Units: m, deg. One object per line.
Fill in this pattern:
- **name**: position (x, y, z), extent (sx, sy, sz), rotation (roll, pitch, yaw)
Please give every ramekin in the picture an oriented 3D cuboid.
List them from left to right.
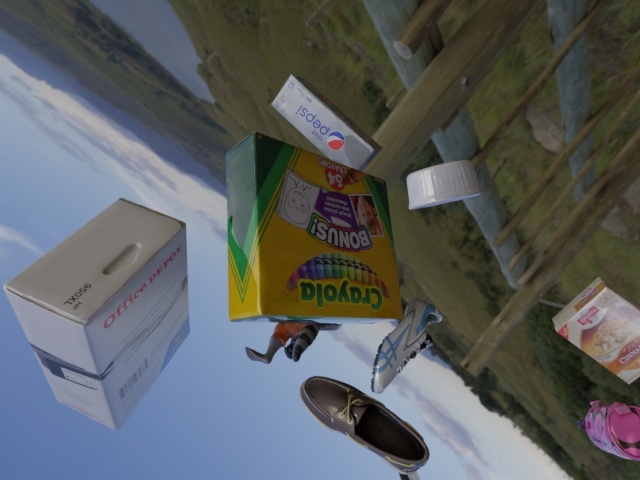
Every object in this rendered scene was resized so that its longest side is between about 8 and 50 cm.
- **ramekin**: position (0.463, -0.211, 1.604), extent (0.277, 0.277, 0.135), rotation (23, -125, -89)

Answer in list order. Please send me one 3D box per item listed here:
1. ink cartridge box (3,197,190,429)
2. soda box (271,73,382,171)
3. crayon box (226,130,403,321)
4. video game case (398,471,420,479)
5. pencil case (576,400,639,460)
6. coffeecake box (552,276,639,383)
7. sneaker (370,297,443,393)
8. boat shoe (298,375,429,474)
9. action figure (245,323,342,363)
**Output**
- **ink cartridge box**: position (-0.418, 0.155, 0.875), extent (0.166, 0.395, 0.285), rotation (21, -138, 7)
- **soda box**: position (0.016, -0.293, 1.077), extent (0.286, 0.098, 0.091), rotation (43, -154, 5)
- **crayon box**: position (0.000, 0.000, 0.815), extent (0.363, 0.313, 0.106), rotation (11, 157, -42)
- **video game case**: position (0.256, 0.676, 1.218), extent (0.274, 0.026, 0.196), rotation (62, -177, -34)
- **pencil case**: position (0.552, 0.347, 0.780), extent (0.209, 0.095, 0.098), rotation (49, -146, -61)
- **coffeecake box**: position (0.638, 0.194, 0.915), extent (0.185, 0.142, 0.068), rotation (37, -155, 6)
- **sneaker**: position (0.182, 0.224, 0.890), extent (0.086, 0.237, 0.085), rotation (24, 149, 28)
- **boat shoe**: position (0.095, 0.406, 0.959), extent (0.324, 0.116, 0.096), rotation (31, 149, 16)
- **action figure**: position (-0.017, 0.202, 1.014), extent (0.178, 0.341, 0.330), rotation (29, -152, 32)
